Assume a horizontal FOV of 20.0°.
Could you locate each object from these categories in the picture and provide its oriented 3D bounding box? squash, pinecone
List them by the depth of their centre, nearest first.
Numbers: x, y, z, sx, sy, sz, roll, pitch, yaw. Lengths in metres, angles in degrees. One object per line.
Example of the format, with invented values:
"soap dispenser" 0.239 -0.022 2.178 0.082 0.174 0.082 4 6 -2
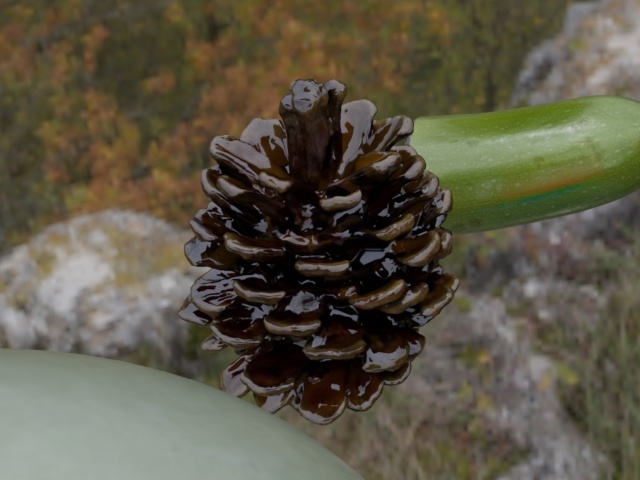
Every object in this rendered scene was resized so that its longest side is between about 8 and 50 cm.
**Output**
"pinecone" 0.002 -0.001 1.149 0.169 0.212 0.185 -4 19 -34
"squash" 0.164 -0.056 1.321 0.188 0.095 0.095 -8 37 24

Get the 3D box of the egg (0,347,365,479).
"egg" -0.133 0.175 0.619 0.336 0.278 0.278 2 35 -20
